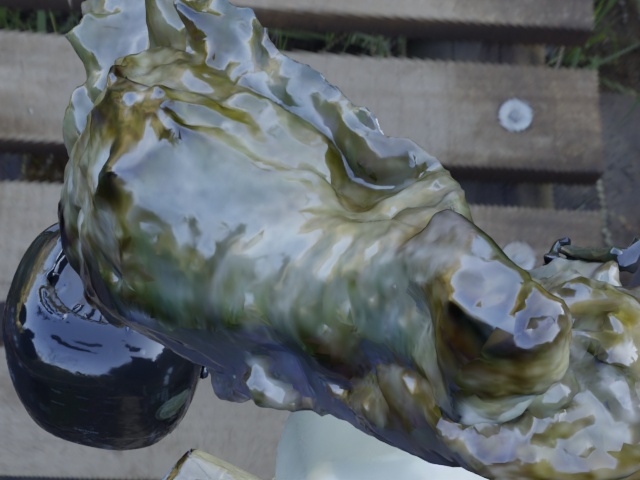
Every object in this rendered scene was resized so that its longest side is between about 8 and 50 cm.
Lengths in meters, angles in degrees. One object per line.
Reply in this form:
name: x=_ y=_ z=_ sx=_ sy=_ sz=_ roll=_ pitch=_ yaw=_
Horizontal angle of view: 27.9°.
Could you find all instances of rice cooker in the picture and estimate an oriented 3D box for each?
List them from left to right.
rice cooker: x=-0.247 y=0.099 z=1.524 sx=0.267 sy=0.224 sz=0.267 roll=3 pitch=50 yaw=-4

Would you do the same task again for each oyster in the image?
oyster: x=0.002 y=0.007 z=0.495 sx=0.133 sy=0.337 sz=0.198 roll=-51 pitch=130 yaw=-17

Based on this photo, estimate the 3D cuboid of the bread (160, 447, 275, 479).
bread: x=-0.070 y=0.302 z=1.258 sx=0.212 sy=0.224 sz=0.142 roll=36 pitch=75 yaw=5

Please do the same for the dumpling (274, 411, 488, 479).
dumpling: x=0.066 y=0.131 z=0.664 sx=0.179 sy=0.252 sz=0.131 roll=-16 pitch=119 yaw=2
